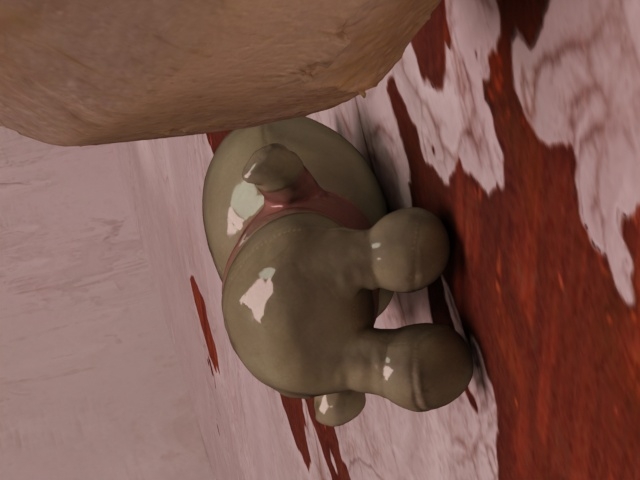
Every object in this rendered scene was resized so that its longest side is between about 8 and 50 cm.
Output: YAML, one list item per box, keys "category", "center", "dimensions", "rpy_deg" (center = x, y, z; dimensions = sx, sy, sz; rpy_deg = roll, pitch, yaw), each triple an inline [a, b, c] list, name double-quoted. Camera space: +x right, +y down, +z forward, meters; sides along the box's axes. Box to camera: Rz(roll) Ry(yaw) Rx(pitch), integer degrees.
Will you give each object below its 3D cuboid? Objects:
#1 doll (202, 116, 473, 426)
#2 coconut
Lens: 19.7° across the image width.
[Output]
- category: "doll"
  center: [-0.011, 0.005, 0.988]
  dimensions: [0.275, 0.113, 0.154]
  rpy_deg: [-129, 24, -66]
- category: "coconut"
  center: [-0.051, -0.154, 0.670]
  dimensions: [0.245, 0.247, 0.245]
  rpy_deg: [12, 107, 48]
